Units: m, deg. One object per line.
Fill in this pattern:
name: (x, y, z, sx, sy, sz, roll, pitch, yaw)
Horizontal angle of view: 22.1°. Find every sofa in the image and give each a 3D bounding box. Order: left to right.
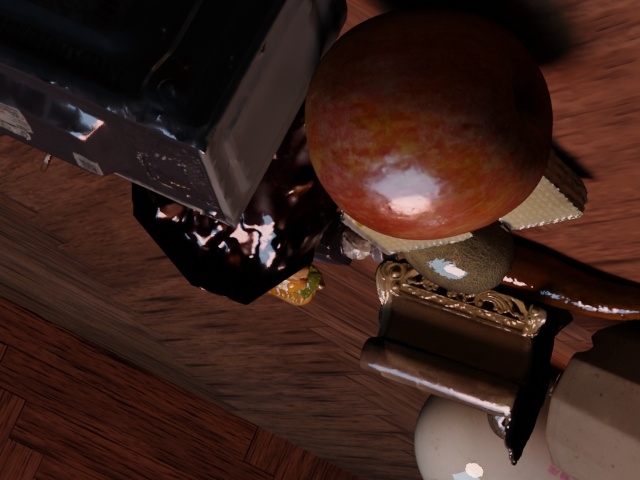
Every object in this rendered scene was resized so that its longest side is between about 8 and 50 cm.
sofa: (0.156, 0.133, 1.843, 0.200, 0.182, 0.258, 19, -177, 15)

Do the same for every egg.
egg: (0.273, 0.296, 2.230, 0.230, 0.230, 0.371, 8, 166, 43)

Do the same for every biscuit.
biscuit: (0.118, -0.050, 1.551, 0.250, 0.046, 0.147, -15, 141, 42)

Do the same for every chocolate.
chocolate: (-0.053, -0.086, 1.608, 0.206, 0.224, 0.177, 50, 127, 6)

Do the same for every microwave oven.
microwave oven: (-0.159, -0.181, 1.272, 0.295, 0.237, 0.181, 24, 164, 13)

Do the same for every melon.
melon: (0.139, 0.002, 1.696, 0.130, 0.098, 0.098, 27, 165, 11)

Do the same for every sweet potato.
sweet potato: (0.255, 0.045, 1.757, 0.264, 0.057, 0.057, 18, 164, 2)

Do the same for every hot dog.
hot dog: (-0.096, 0.008, 2.084, 0.250, 0.076, 0.104, 22, 164, 25)

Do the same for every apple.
apple: (0.088, -0.093, 1.293, 0.174, 0.188, 0.188, -9, 148, 31)

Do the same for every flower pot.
flower pot: (0.404, 0.223, 1.798, 0.259, 0.290, 0.290, 23, 168, 42)

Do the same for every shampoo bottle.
shampoo bottle: (0.000, -0.001, 1.950, 0.207, 0.057, 0.063, 12, 161, 36)

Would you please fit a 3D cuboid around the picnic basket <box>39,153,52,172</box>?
picnic basket: (-0.313, -0.119, 1.956, 0.072, 0.083, 0.072, 22, 163, 7)
